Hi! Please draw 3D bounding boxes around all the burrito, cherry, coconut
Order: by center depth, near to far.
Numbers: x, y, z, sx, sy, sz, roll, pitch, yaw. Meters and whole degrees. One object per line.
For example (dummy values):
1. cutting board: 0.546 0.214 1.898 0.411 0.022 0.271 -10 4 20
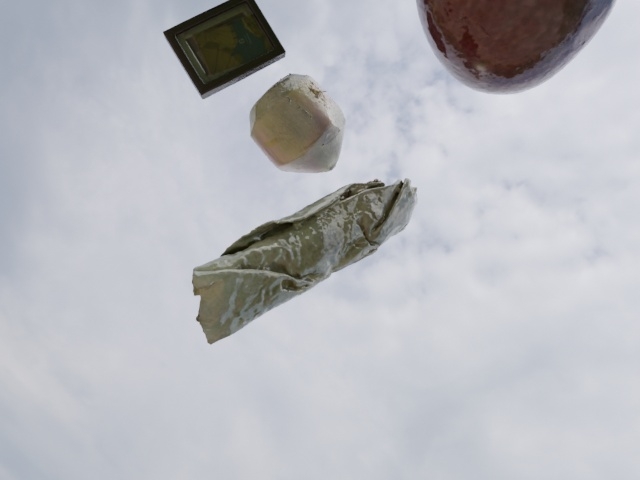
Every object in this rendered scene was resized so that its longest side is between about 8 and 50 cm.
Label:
1. cherry: 0.253 -0.313 0.581 0.286 0.236 0.213 34 -8 -31
2. burrito: 0.000 0.000 0.618 0.076 0.392 0.117 25 -48 44
3. coconut: -0.032 -0.204 0.835 0.183 0.171 0.171 45 -53 -8

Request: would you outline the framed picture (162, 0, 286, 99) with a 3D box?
1. framed picture: -0.164 -0.340 0.788 0.127 0.169 0.023 59 -9 0
